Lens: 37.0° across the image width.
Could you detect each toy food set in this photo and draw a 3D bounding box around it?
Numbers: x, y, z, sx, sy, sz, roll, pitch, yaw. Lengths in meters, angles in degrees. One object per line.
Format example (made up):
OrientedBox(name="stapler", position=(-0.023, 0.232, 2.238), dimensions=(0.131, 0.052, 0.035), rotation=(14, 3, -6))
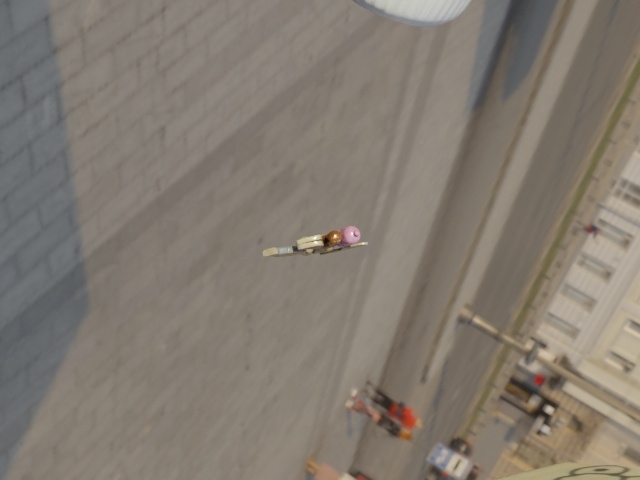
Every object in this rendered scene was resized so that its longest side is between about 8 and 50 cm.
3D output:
OrientedBox(name="toy food set", position=(0.000, 0.000, 0.972), dimensions=(0.122, 0.078, 0.019), rotation=(2, 76, -66))

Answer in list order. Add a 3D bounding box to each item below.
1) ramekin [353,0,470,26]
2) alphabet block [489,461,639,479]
OrientedBox(name="ramekin", position=(0.103, -0.342, 1.120), dimensions=(0.207, 0.207, 0.109), rotation=(-42, 163, -48))
OrientedBox(name="alphabet block", position=(0.201, 0.271, 0.687), dimensions=(0.197, 0.192, 0.193), rotation=(1, 84, -41))
